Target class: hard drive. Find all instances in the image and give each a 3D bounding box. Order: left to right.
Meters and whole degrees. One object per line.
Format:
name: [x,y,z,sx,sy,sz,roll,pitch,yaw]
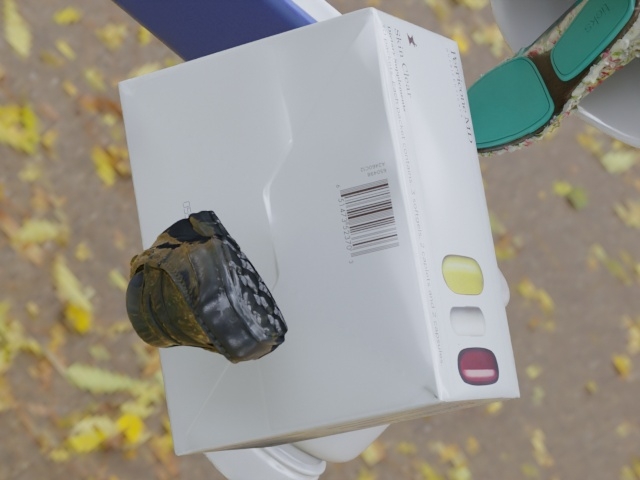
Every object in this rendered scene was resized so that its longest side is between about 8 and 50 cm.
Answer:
hard drive: [-0.146,-0.265,1.813,0.318,0.210,0.040,39,63,-10]

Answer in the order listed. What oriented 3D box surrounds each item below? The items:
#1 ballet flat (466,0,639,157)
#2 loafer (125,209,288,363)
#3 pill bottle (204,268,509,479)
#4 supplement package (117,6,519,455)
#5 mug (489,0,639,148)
ballet flat: [0.215,-0.144,1.656,0.077,0.241,0.091,6,57,-44]
loafer: [-0.072,0.036,1.110,0.076,0.078,0.223,57,-3,-13]
pill bottle: [0.019,0.094,1.698,0.160,0.283,0.160,40,15,-13]
supplement package: [0.000,0.000,1.313,0.145,0.204,0.262,7,72,-64]
mug: [0.310,-0.312,1.664,0.374,0.276,0.328,42,64,-11]
